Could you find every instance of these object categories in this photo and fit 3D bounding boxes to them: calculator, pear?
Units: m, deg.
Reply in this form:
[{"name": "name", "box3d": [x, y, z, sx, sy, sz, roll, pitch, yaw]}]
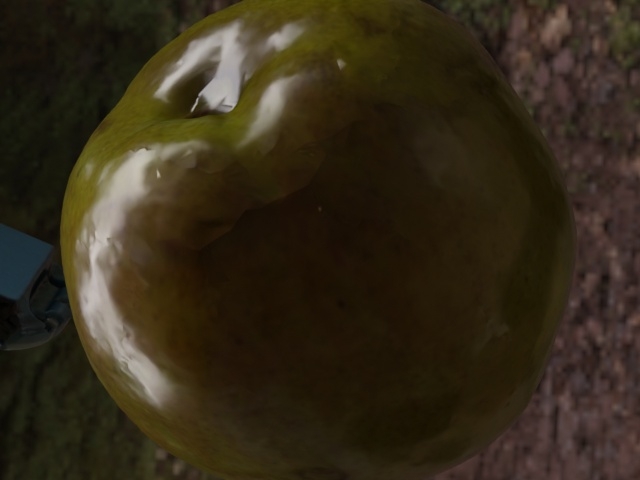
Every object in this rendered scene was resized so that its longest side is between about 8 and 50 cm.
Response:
[{"name": "calculator", "box3d": [-0.342, 0.006, 1.271, 0.173, 0.293, 0.051, -81, 15, -70]}, {"name": "pear", "box3d": [0.000, 0.000, 0.568, 0.200, 0.200, 0.200, 3, -90, -79]}]
